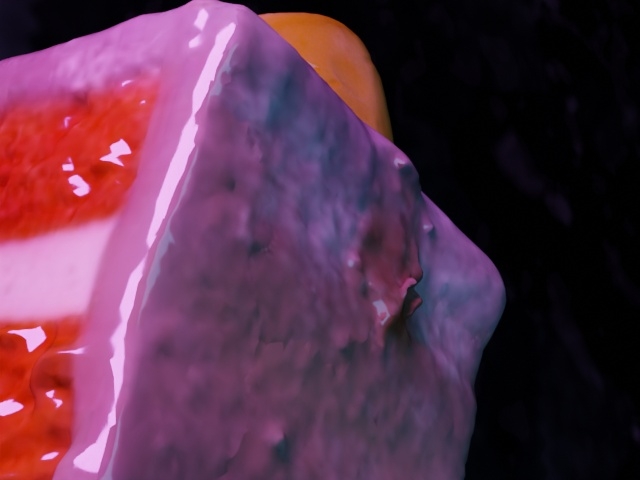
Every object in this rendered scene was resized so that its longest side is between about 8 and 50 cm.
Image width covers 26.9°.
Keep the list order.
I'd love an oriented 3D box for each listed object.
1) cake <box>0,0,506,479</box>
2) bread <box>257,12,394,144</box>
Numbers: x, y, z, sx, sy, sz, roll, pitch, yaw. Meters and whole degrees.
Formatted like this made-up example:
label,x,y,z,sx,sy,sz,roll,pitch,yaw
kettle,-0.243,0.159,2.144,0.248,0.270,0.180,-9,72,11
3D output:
label,x,y,z,sx,sy,sz,roll,pitch,yaw
cake,-0.107,0.068,0.567,0.230,0.308,0.237,41,52,-40
bread,0.000,0.000,0.869,0.142,0.091,0.305,6,71,-38
